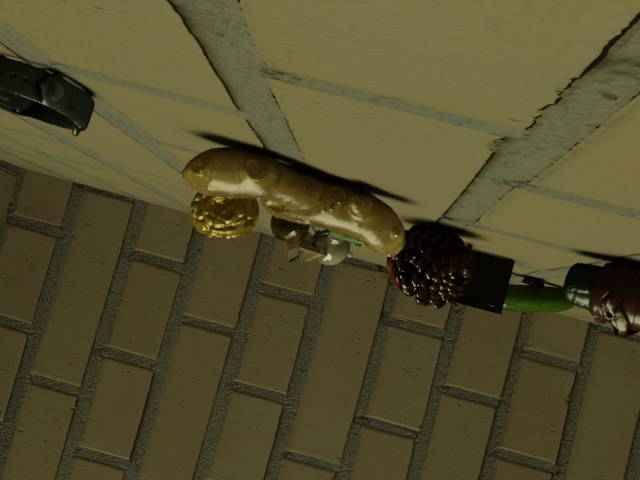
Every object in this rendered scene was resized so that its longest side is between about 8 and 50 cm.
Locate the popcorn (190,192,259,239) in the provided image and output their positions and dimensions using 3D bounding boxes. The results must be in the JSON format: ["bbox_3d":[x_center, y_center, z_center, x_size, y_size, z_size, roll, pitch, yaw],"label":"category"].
[{"bbox_3d":[-0.240,-0.073,1.918,0.180,0.180,0.170,19,-142,-40],"label":"popcorn"}]

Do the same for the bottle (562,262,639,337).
[{"bbox_3d":[0.592,0.115,1.429,0.271,0.143,0.156,15,176,28],"label":"bottle"}]

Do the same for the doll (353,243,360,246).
[{"bbox_3d":[0.127,-0.004,2.236,0.093,0.051,0.061,23,-160,-46],"label":"doll"}]

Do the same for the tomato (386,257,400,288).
[{"bbox_3d":[0.304,0.100,2.376,0.200,0.139,0.233,9,176,0],"label":"tomato"}]

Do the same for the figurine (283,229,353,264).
[{"bbox_3d":[0.001,0.004,2.335,0.237,0.141,0.162,6,159,-31],"label":"figurine"}]

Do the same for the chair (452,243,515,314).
[{"bbox_3d":[0.408,0.102,1.947,0.141,0.154,0.260,14,179,12],"label":"chair"}]

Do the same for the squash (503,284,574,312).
[{"bbox_3d":[0.640,0.175,2.301,0.292,0.082,0.082,4,178,-9],"label":"squash"}]

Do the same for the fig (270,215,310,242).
[{"bbox_3d":[-0.082,-0.041,2.153,0.109,0.103,0.154,-6,-172,-9],"label":"fig"}]

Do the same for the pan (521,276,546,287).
[{"bbox_3d":[0.633,0.123,2.228,0.068,0.023,0.115,17,179,-12],"label":"pan"}]

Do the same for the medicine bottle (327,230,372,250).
[{"bbox_3d":[0.146,-0.003,2.060,0.260,0.064,0.095,14,174,15],"label":"medicine bottle"}]

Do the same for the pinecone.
[{"bbox_3d":[0.240,0.049,1.702,0.204,0.179,0.184,34,167,40],"label":"pinecone"}]

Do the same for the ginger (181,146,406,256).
[{"bbox_3d":[-0.031,-0.083,1.411,0.348,0.122,0.363,11,169,25],"label":"ginger"}]

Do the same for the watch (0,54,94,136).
[{"bbox_3d":[-0.450,-0.227,1.205,0.193,0.068,0.206,15,174,24],"label":"watch"}]
